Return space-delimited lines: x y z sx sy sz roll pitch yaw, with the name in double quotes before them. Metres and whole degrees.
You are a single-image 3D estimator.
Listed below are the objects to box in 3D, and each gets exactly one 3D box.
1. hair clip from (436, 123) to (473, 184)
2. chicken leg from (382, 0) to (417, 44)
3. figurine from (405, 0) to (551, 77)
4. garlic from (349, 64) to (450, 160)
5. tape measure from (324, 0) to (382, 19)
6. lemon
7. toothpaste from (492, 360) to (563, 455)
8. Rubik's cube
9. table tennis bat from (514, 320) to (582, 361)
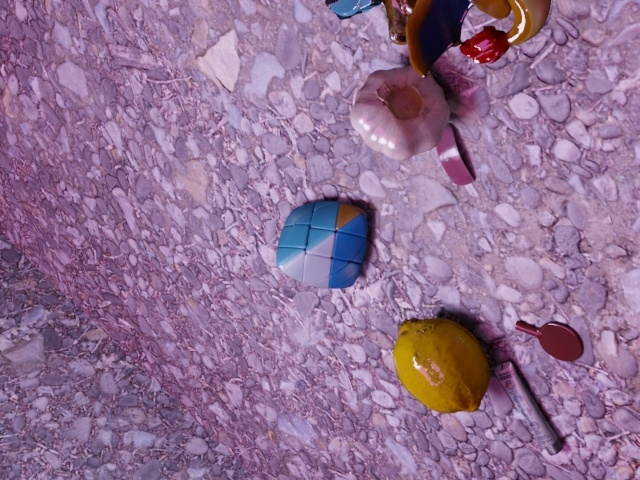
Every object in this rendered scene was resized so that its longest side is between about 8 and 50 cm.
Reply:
"hair clip" 0.273 -0.173 1.898 0.054 0.022 0.137 -8 112 47
"chicken leg" 0.116 -0.558 1.681 0.211 0.140 0.361 -32 107 31
"figurine" 0.246 -0.482 1.428 0.401 0.268 0.387 -34 54 22
"garlic" 0.154 -0.240 1.872 0.199 0.199 0.226 48 170 8
"tape measure" 0.063 -0.510 1.813 0.146 0.081 0.125 -13 97 49
"lemon" 0.275 0.285 2.109 0.260 0.204 0.204 50 143 10
"toothpaste" 0.476 0.383 2.102 0.062 0.039 0.239 -32 91 49
"Rubik's cube" 0.000 0.000 2.174 0.254 0.254 0.255 28 136 31
"table tennis bat" 0.487 0.208 1.968 0.154 0.019 0.098 21 133 33
